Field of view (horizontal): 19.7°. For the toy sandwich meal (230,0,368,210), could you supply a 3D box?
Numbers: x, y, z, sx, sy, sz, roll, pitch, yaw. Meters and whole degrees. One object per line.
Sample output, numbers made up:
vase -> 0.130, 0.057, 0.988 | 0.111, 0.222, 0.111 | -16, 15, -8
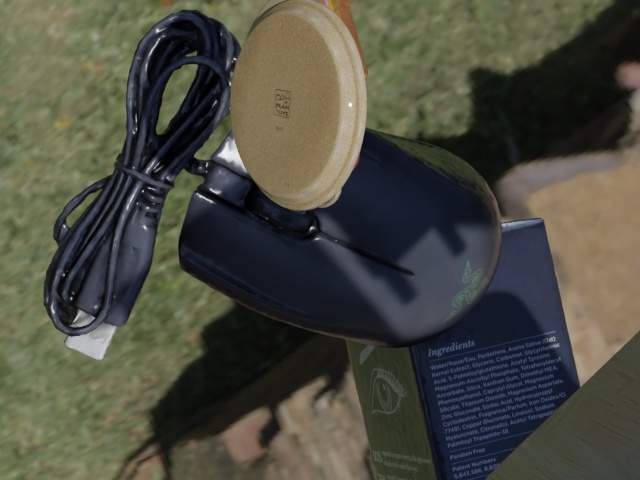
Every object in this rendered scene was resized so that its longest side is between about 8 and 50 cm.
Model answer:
toy sandwich meal -> -0.003, -0.052, 0.676 | 0.029, 0.085, 0.086 | -3, 74, -39

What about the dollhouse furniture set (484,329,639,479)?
dollhouse furniture set -> 0.108, 0.071, 0.339 | 0.212, 0.242, 0.161 | -43, 126, -5

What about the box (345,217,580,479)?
box -> 0.093, 0.097, 1.205 | 0.108, 0.153, 0.207 | -12, 91, -15

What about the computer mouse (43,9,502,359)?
computer mouse -> 0.000, 0.000, 0.997 | 0.272, 0.072, 0.188 | 14, 108, -35
